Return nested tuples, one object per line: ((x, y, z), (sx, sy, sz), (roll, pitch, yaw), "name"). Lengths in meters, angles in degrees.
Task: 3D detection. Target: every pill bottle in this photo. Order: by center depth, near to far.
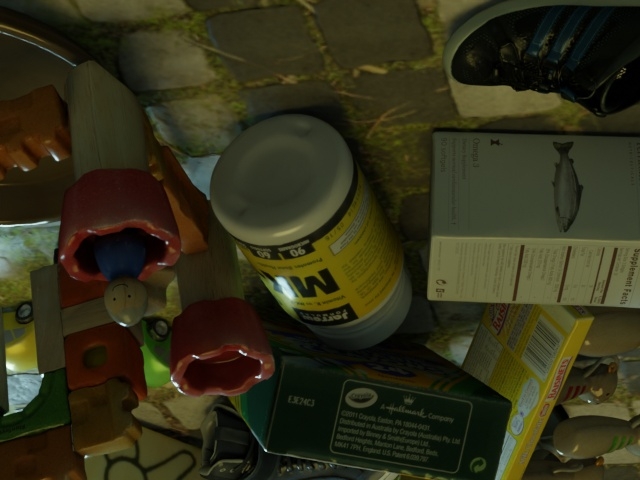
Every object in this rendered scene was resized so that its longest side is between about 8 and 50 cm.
((0.000, 0.000, 1.294), (0.119, 0.119, 0.208), (-9, 145, 18), "pill bottle")

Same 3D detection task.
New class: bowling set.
((0.245, 0.196, 1.479), (0.154, 0.200, 0.287), (1, 153, -37), "bowling set")

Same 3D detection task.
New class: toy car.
((-0.205, 0.096, 1.522), (0.225, 0.053, 0.239), (25, 142, -30), "toy car")

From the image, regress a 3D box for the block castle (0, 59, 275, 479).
((-0.288, 0.074, 1.220), (0.453, 0.213, 0.303), (-17, 149, 9), "block castle")

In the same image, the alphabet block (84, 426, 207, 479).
((-0.252, 0.325, 1.743), (0.192, 0.197, 0.193), (27, 140, -25), "alphabet block")

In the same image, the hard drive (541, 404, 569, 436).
((0.188, 0.187, 1.658), (0.135, 0.022, 0.094), (-11, 144, 21), "hard drive")

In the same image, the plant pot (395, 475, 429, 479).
((0.125, 0.263, 1.736), (0.083, 0.081, 0.081), (12, 147, -4), "plant pot")

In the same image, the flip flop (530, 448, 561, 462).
((0.204, 0.307, 1.784), (0.080, 0.112, 0.277), (27, 152, 11), "flip flop")

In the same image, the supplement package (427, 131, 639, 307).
((0.177, -0.017, 1.265), (0.179, 0.105, 0.105), (1, 147, 2), "supplement package")

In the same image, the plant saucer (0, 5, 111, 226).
((-0.277, -0.101, 1.235), (0.277, 0.041, 0.278), (3, 148, 2), "plant saucer")

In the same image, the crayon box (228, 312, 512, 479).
((0.024, 0.134, 1.434), (0.203, 0.083, 0.323), (11, -177, -13), "crayon box")

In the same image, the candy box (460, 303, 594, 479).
((0.173, 0.121, 1.411), (0.027, 0.105, 0.206), (-3, 127, -32), "candy box")

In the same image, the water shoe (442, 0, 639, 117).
((0.184, -0.129, 1.111), (0.203, 0.080, 0.073), (-8, 145, 17), "water shoe")

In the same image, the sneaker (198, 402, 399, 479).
((-0.028, 0.223, 1.676), (0.226, 0.086, 0.163), (-21, 143, 35), "sneaker")
